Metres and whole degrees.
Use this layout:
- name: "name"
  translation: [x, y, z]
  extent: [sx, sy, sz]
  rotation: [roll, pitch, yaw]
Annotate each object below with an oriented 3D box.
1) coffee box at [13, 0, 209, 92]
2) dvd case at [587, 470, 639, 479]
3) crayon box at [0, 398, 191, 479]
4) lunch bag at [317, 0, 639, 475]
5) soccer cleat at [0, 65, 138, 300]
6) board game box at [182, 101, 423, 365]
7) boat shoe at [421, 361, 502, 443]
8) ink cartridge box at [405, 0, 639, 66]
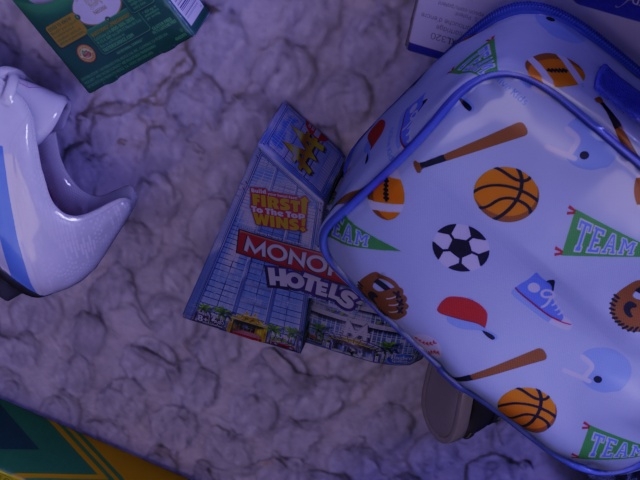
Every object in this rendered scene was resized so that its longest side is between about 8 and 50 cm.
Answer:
- name: "coffee box"
  translation: [-0.175, -0.201, 1.064]
  extent: [0.113, 0.040, 0.184]
  rotation: [-24, 116, 34]
- name: "dvd case"
  translation: [0.267, 0.198, 1.235]
  extent: [0.087, 0.013, 0.119]
  rotation: [-16, 119, 31]
- name: "crayon box"
  translation: [-0.244, 0.276, 1.454]
  extent: [0.318, 0.081, 0.202]
  rotation: [23, 132, 3]
- name: "lunch bag"
  translation: [0.170, 0.005, 0.970]
  extent: [0.303, 0.115, 0.243]
  rotation: [37, 128, -11]
- name: "soccer cleat"
  translation: [-0.278, -0.104, 1.155]
  extent: [0.143, 0.116, 0.331]
  rotation: [-39, 106, 16]
- name: "board game box"
  translation: [0.000, 0.000, 1.147]
  extent: [0.194, 0.060, 0.194]
  rotation: [16, 132, 9]
- name: "boat shoe"
  translation: [0.134, 0.070, 1.166]
  extent: [0.065, 0.075, 0.206]
  rotation: [-8, 132, -28]
- name: "ink cartridge box"
  translation: [0.169, -0.251, 0.872]
  extent: [0.175, 0.069, 0.371]
  rotation: [17, 129, 7]
